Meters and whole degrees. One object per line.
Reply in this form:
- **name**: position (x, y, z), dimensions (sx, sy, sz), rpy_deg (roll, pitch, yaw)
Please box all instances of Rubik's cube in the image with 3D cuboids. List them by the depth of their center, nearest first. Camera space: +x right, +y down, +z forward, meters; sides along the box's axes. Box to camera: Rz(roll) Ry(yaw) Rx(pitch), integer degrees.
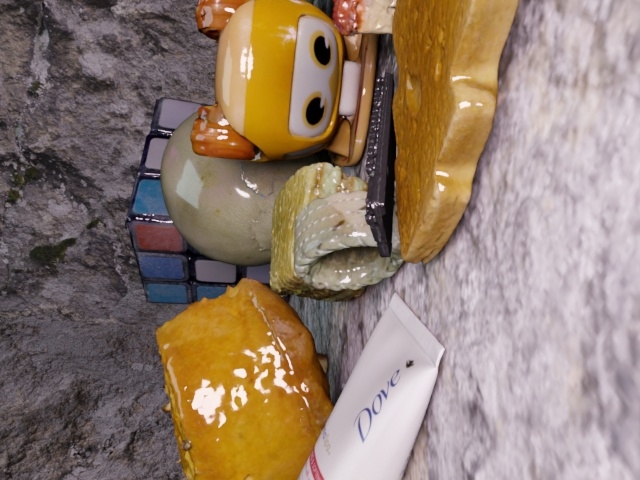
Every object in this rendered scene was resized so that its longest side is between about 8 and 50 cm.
- **Rubik's cube**: position (-0.226, -0.069, 1.324), dimensions (0.362, 0.363, 0.358), rpy_deg (109, 166, -51)

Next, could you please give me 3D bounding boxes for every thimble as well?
- **thimble**: position (0.029, -0.001, 0.517), dimensions (0.084, 0.110, 0.062), rpy_deg (38, -141, -44)

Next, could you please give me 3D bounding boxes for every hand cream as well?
- **hand cream**: position (0.034, 0.173, 0.469), dimensions (0.133, 0.083, 0.248), rpy_deg (-134, 63, -76)

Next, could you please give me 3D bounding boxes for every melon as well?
- **melon**: position (-0.131, -0.089, 0.972), dimensions (0.330, 0.268, 0.268), rpy_deg (46, 136, 43)

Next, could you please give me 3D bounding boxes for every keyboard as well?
- **keyboard**: position (0.054, -0.071, 0.484), dimensions (0.195, 0.018, 0.060), rpy_deg (-79, -22, -46)

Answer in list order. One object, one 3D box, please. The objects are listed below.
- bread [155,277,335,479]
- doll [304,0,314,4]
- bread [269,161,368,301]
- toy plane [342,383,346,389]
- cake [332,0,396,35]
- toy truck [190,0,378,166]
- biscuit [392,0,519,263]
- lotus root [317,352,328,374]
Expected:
- **bread**: position (-0.074, 0.230, 0.662), dimensions (0.179, 0.194, 0.340), rpy_deg (-129, 31, -57)
- **doll**: position (-0.075, -0.366, 1.153), dimensions (0.268, 0.216, 0.284), rpy_deg (-55, 12, 14)
- **bread**: position (0.000, 0.000, 0.668), dimensions (0.196, 0.102, 0.138), rpy_deg (136, 136, -73)
- **toy plane**: position (0.037, 0.174, 0.567), dimensions (0.083, 0.031, 0.078), rpy_deg (-95, 13, -47)
- **cake**: position (0.062, -0.291, 0.483), dimensions (0.116, 0.086, 0.220), rpy_deg (-104, 20, -58)
- **toy truck**: position (-0.047, -0.199, 0.735), dimensions (0.288, 0.212, 0.204), rpy_deg (-118, 33, -80)
- **biscuit**: position (0.083, -0.098, 0.394), dimensions (0.212, 0.041, 0.238), rpy_deg (-114, 25, -74)
- **lotus root**: position (-0.050, 0.225, 0.855), dimensions (0.095, 0.135, 0.159), rpy_deg (-113, 42, -73)
